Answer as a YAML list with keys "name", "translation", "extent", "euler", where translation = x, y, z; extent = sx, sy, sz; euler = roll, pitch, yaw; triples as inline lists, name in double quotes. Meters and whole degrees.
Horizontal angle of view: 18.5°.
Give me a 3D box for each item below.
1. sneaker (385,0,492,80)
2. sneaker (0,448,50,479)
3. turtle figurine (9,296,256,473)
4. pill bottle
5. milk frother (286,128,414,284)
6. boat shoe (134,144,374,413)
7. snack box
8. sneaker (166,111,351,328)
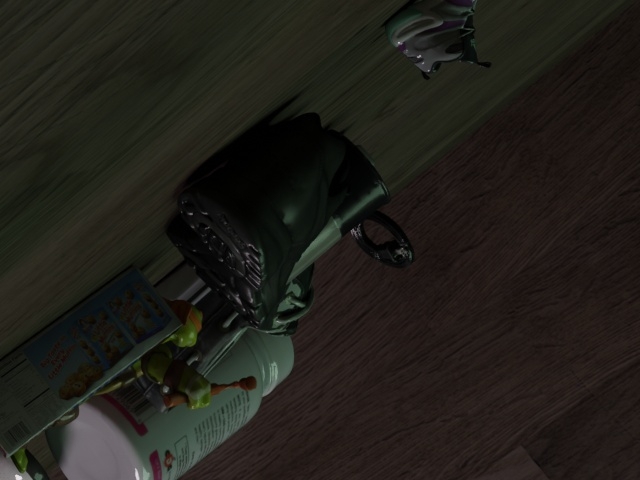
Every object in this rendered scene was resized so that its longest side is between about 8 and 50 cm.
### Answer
- name: "sneaker"
  translation: [0.100, -0.149, 1.348]
  extent: [0.098, 0.069, 0.038]
  euler: [-39, 177, 23]
- name: "sneaker"
  translation: [-0.403, 0.315, 2.242]
  extent: [0.145, 0.090, 0.270]
  euler: [-39, -179, -29]
- name: "turtle figurine"
  translation: [-0.176, 0.108, 1.643]
  extent: [0.217, 0.087, 0.269]
  euler: [-31, -153, -15]
- name: "pill bottle"
  translation: [-0.169, 0.178, 2.281]
  extent: [0.283, 0.160, 0.160]
  euler: [-36, 176, -39]
- name: "milk frother"
  translation: [0.000, 0.000, 1.734]
  extent: [0.135, 0.143, 0.129]
  euler: [-40, -175, -10]
- name: "boat shoe"
  translation: [-0.059, 0.041, 1.888]
  extent: [0.335, 0.119, 0.121]
  euler: [-39, 177, 22]
- name: "snack box"
  translation: [-0.197, 0.095, 1.559]
  extent: [0.178, 0.064, 0.022]
  euler: [-37, 175, -23]
- name: "sneaker"
  translation: [-0.036, -0.017, 1.476]
  extent: [0.130, 0.109, 0.286]
  euler: [-44, 180, -13]
